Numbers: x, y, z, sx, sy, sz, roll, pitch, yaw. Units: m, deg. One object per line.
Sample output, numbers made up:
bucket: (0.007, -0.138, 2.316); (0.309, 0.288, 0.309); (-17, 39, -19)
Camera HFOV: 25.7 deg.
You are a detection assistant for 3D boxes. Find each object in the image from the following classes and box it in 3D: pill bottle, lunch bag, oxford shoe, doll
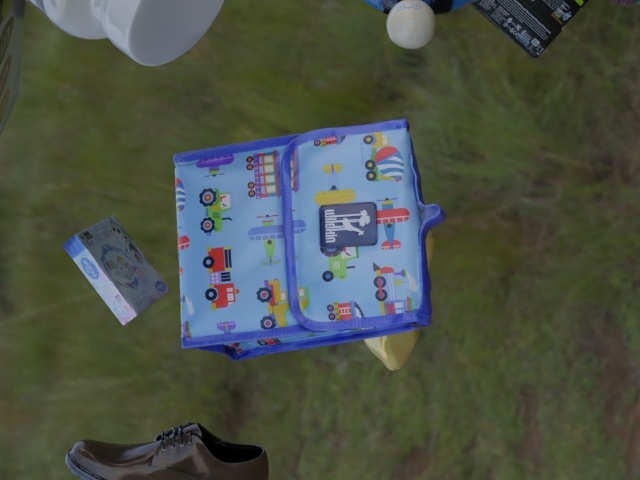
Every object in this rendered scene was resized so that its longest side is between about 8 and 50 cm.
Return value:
pill bottle: (-0.258, -0.330, 1.455); (0.188, 0.334, 0.188); (-42, -23, -22)
lunch bag: (0.000, 0.000, 1.534); (0.138, 0.293, 0.221); (23, -120, -63)
oxford shoe: (-0.168, 0.239, 1.565); (0.083, 0.227, 0.096); (-109, 29, -69)
doll: (0.070, -0.215, 1.098); (0.046, 0.129, 0.189); (88, -176, -49)

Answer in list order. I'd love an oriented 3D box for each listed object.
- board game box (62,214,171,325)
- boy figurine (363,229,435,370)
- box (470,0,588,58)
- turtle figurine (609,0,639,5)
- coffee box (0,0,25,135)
board game box: (-0.182, 0.025, 1.264); (0.020, 0.090, 0.090); (-38, 1, 18)
boy figurine: (0.062, 0.018, 1.686); (0.285, 0.177, 0.092); (66, -160, -15)
box: (0.224, -0.308, 1.455); (0.184, 0.190, 0.045); (-51, 42, 10)
turtle figurine: (0.325, -0.214, 1.172); (0.118, 0.234, 0.175); (101, -166, -56)
coffee box: (-0.455, -0.126, 1.147); (0.337, 0.338, 0.334); (121, 168, -64)
